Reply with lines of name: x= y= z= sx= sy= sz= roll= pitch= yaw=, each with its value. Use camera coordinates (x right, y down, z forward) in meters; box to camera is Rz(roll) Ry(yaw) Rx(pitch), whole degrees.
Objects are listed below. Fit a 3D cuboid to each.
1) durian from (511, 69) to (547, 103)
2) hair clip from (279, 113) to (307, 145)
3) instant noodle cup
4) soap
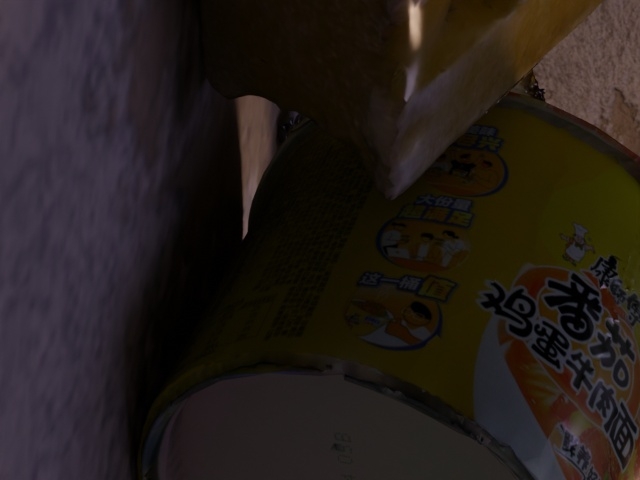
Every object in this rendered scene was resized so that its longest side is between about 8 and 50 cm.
durian: x=0.152 y=-0.050 z=1.251 sx=0.144 sy=0.139 sz=0.252 roll=67 pitch=33 yaw=-82
hair clip: x=0.000 y=0.000 z=0.654 sx=0.116 sy=0.049 sz=0.172 roll=-54 pitch=164 yaw=-42
instant noodle cup: x=0.033 y=0.059 z=0.478 sx=0.153 sy=0.205 sz=0.205 roll=-53 pitch=153 yaw=-50
soap: x=0.084 y=-0.179 z=0.462 sx=0.315 sy=0.091 sz=0.199 roll=-42 pitch=147 yaw=-35
